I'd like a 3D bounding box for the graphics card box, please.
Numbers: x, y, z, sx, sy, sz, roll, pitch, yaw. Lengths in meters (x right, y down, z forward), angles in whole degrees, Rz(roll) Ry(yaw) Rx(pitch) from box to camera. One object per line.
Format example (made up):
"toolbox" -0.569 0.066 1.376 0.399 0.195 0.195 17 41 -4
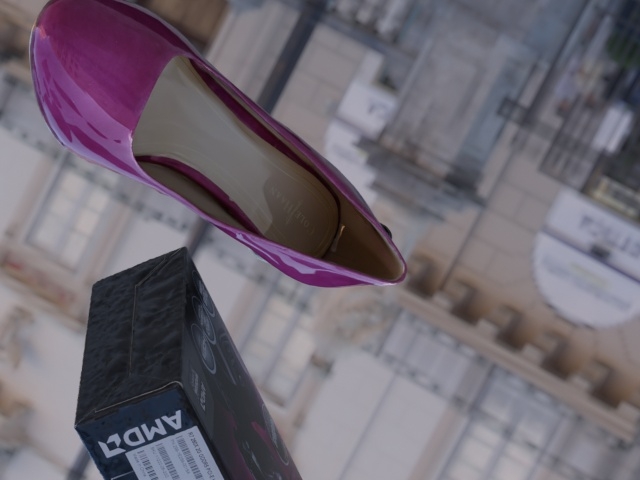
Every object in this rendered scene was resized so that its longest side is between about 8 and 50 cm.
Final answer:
"graphics card box" -0.073 0.215 1.347 0.233 0.094 0.371 -96 -18 -65

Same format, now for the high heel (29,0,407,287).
"high heel" -0.044 -0.041 0.829 0.117 0.082 0.244 22 163 31

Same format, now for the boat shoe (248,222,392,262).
"boat shoe" 0.000 -0.002 1.546 0.133 0.049 0.042 4 148 -12
